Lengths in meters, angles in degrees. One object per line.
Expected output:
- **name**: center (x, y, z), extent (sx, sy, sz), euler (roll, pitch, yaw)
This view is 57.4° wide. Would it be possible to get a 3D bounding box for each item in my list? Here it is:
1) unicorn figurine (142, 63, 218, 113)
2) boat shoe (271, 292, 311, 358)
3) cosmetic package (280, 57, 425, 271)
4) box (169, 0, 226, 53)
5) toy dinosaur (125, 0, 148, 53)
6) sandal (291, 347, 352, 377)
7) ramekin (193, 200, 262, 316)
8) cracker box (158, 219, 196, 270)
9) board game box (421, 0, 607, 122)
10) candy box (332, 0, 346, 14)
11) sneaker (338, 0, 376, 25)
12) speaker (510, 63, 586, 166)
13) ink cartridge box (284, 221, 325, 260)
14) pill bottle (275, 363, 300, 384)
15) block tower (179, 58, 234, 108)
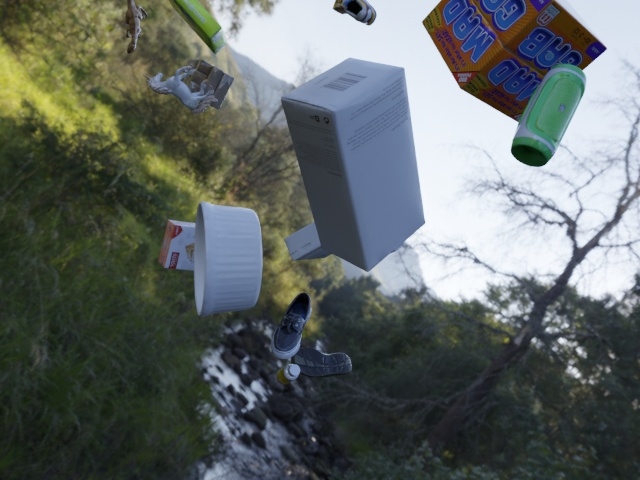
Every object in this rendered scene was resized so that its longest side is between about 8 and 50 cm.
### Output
- **unicorn figurine**: center (-0.329, -0.362, 1.378), extent (0.162, 0.111, 0.060), euler (47, 12, -16)
- **boat shoe**: center (-0.073, 0.223, 1.587), extent (0.080, 0.228, 0.076), euler (15, -56, 14)
- **cosmetic package**: center (0.078, -0.146, 1.166), extent (0.155, 0.197, 0.365), euler (26, -38, 41)
- **box**: center (-0.294, -0.525, 1.346), extent (0.178, 0.042, 0.109), euler (48, -4, -1)
- **toy dinosaur**: center (-0.514, -0.624, 1.601), extent (0.112, 0.064, 0.211), euler (-110, -164, -67)
- **sandal**: center (-0.002, 0.378, 1.794), extent (0.219, 0.060, 0.090), euler (8, 62, -37)
- **ramekin**: center (-0.228, 0.044, 1.420), extent (0.277, 0.135, 0.277), euler (180, -90, -73)
- **cracker box**: center (-0.428, 0.023, 2.025), extent (0.232, 0.155, 0.067), euler (7, 14, -38)
- **board game box**: center (0.630, -0.680, 1.933), extent (0.356, 0.356, 0.356), euler (14, 45, -39)
- **candy box**: center (0.119, -0.903, 2.073), extent (0.053, 0.186, 0.109), euler (15, 7, -36)
- **sneaker**: center (0.095, -0.733, 1.788), extent (0.084, 0.069, 0.185), euler (0, 43, -50)
- **speaker**: center (0.660, -0.362, 1.689), extent (0.131, 0.296, 0.131), euler (28, -14, 8)
- **ink cartridge box**: center (0.000, 0.000, 1.852), extent (0.191, 0.140, 0.082), euler (1, 64, -58)
- **pill bottle**: center (-0.086, 0.358, 1.569), extent (0.043, 0.043, 0.083), euler (49, -38, 2)
- **block tower**: center (-0.326, -0.428, 1.580), extent (0.091, 0.097, 0.335), euler (27, 4, -27)
